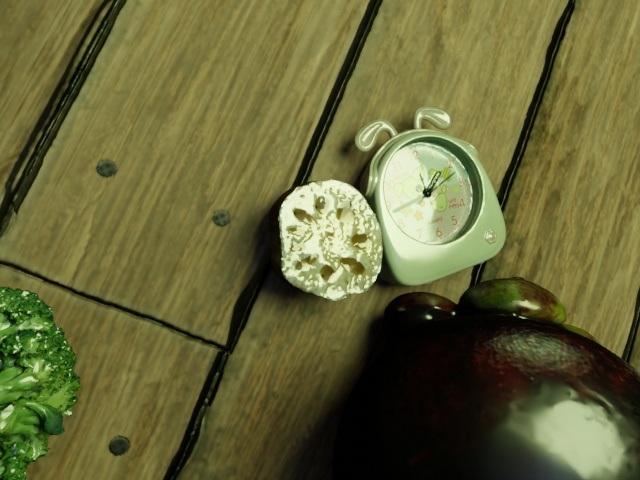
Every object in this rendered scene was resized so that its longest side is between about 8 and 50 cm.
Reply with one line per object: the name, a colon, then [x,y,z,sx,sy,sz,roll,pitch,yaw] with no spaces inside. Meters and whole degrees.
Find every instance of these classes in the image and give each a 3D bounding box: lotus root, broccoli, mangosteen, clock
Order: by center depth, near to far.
broccoli: [-0.293,0.120,0.356,0.196,0.156,0.195,-4,120,-7]
mangosteen: [0.144,0.181,0.404,0.297,0.296,0.313,-21,65,-15]
lotus root: [0.003,0.000,0.472,0.113,0.081,0.122,-2,87,-16]
clock: [0.117,-0.053,0.515,0.152,0.062,0.190,-18,91,-14]
